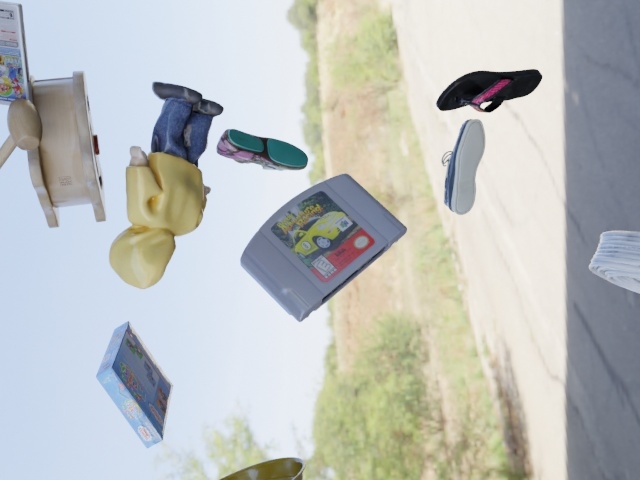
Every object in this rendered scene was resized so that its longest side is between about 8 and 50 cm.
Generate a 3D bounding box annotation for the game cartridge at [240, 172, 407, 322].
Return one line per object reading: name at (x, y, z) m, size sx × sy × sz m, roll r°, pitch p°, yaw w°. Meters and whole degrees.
game cartridge at (0.000, 0.000, 1.613) m, size 0.196 × 0.294 × 0.060 m, roll 42°, pitch 154°, yaw 19°

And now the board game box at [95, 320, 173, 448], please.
board game box at (-0.329, 0.253, 1.508) m, size 0.160 × 0.039 × 0.211 m, roll 60°, pitch -177°, yaw -16°

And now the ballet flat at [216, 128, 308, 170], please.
ballet flat at (-0.137, -0.197, 1.916) m, size 0.079 × 0.222 × 0.076 m, roll -40°, pitch 47°, yaw 45°

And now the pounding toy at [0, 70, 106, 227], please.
pounding toy at (-0.364, -0.123, 1.070) m, size 0.269 × 0.155 × 0.154 m, roll 107°, pitch 153°, yaw -64°

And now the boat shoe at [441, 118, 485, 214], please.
boat shoe at (0.361, -0.193, 2.144) m, size 0.079 × 0.095 × 0.254 m, roll 38°, pitch 135°, yaw 51°

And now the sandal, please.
sandal at (0.252, -0.214, 1.218) m, size 0.067 × 0.179 × 0.040 m, roll 111°, pitch 141°, yaw -55°

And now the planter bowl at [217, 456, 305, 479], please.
planter bowl at (-0.110, 0.437, 1.352) m, size 0.217 × 0.217 × 0.090 m, roll -46°, pitch -65°, yaw -86°

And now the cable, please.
cable at (0.631, 0.049, 1.535) m, size 0.257 × 0.257 × 0.089 m, roll 4°, pitch 76°, yaw 65°

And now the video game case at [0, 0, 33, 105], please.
video game case at (-0.377, -0.214, 0.959) m, size 0.011 × 0.087 × 0.122 m, roll -69°, pitch -13°, yaw -58°

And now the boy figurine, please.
boy figurine at (-0.216, -0.071, 1.187) m, size 0.177 × 0.092 × 0.285 m, roll 18°, pitch -93°, yaw -62°
